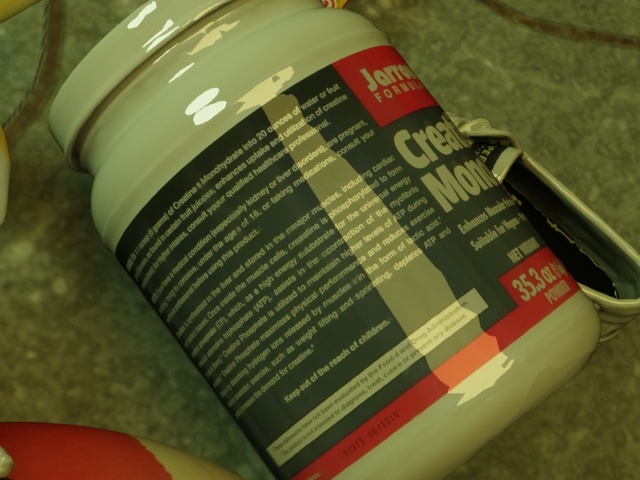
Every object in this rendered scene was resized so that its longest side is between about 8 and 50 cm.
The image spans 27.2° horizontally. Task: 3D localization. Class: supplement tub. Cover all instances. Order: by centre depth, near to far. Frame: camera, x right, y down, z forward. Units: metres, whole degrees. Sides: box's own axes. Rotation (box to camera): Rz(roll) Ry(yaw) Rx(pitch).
[{"bbox_3d":[0.000,0.000,0.710,0.191,0.191,0.272,-33,82,-30],"label":"supplement tub"}]

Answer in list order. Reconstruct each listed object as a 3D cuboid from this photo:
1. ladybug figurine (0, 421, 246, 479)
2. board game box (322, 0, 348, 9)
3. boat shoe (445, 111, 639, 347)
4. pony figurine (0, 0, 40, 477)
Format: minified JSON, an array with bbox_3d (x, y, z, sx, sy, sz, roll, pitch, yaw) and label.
[{"bbox_3d":[-0.171,0.222,0.561,0.449,0.162,0.305,-13,72,-25],"label":"ladybug figurine"},{"bbox_3d":[-0.021,-0.230,0.891,0.147,0.045,0.193,33,59,-4],"label":"board game box"},{"bbox_3d":[0.090,-0.033,0.819,0.267,0.088,0.096,42,60,1],"label":"boat shoe"},{"bbox_3d":[-0.289,-0.045,0.579,0.351,0.303,0.363,14,39,-14],"label":"pony figurine"}]
